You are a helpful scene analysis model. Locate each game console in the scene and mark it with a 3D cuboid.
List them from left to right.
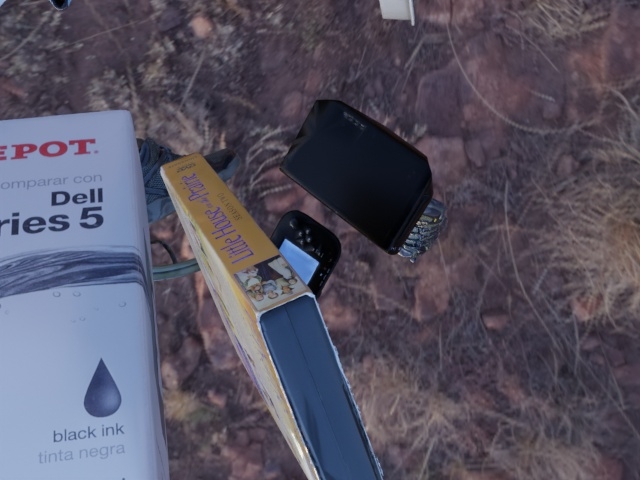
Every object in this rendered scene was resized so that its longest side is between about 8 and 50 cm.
[{"bbox_3d":[0.000,0.000,1.305,0.213,0.044,0.361,38,109,28],"label":"game console"}]

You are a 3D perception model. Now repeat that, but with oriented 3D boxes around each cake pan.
[{"bbox_3d":[0.107,-0.499,1.574,0.054,0.293,0.293,-10,108,6],"label":"cake pan"}]

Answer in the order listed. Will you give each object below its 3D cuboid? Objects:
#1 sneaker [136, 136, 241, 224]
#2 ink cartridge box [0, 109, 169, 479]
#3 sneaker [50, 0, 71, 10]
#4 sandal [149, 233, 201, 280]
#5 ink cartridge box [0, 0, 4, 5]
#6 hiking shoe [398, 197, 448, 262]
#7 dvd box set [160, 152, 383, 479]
[{"bbox_3d":[-0.224,-0.118,1.451,0.087,0.227,0.130,-4,112,53],"label":"sneaker"},{"bbox_3d":[-0.178,0.072,0.460,0.198,0.272,0.114,-6,141,-9],"label":"ink cartridge box"},{"bbox_3d":[-0.442,-0.449,1.561,0.063,0.073,0.162,-10,142,6],"label":"sneaker"},{"bbox_3d":[-0.324,0.021,1.535,0.303,0.120,0.086,4,88,-13],"label":"sandal"},{"bbox_3d":[-0.584,-0.499,1.672,0.189,0.232,0.066,27,155,4],"label":"ink cartridge box"},{"bbox_3d":[0.187,-0.020,1.807,0.086,0.227,0.114,23,82,22],"label":"hiking shoe"},{"bbox_3d":[-0.060,0.101,1.058,0.062,0.420,0.307,-25,118,-10],"label":"dvd box set"}]
